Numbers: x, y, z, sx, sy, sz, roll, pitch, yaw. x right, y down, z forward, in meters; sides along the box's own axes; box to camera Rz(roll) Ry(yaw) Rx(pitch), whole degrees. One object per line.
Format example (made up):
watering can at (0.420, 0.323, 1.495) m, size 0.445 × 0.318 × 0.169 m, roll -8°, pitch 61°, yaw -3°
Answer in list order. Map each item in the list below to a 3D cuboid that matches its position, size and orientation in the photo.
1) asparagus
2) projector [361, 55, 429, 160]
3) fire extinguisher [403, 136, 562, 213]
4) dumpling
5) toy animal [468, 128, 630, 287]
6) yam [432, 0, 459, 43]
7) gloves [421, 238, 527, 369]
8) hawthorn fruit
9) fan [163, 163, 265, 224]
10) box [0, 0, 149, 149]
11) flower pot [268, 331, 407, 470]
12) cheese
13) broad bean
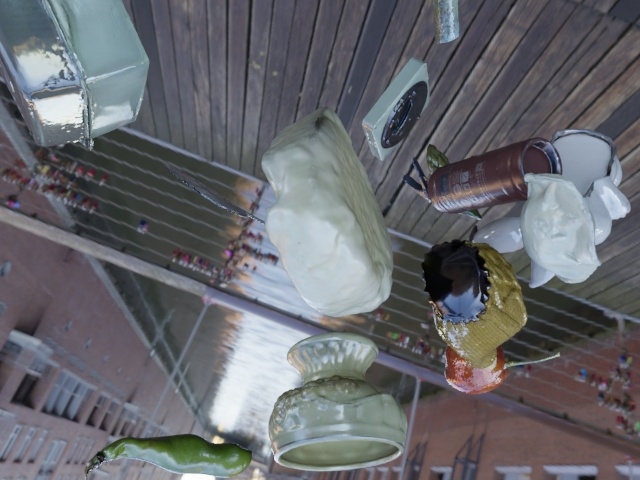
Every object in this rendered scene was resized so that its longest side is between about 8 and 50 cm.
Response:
asparagus at (0.381, -0.170, 1.623) m, size 0.080 × 0.287 × 0.080 m, roll -20°, pitch 161°, yaw -7°
projector at (0.244, -0.393, 1.686) m, size 0.079 × 0.259 × 0.257 m, roll 38°, pitch 178°, yaw 19°
fire extinguisher at (0.279, -0.123, 1.045) m, size 0.138 × 0.102 × 0.344 m, roll 58°, pitch 155°, yaw -12°
dumpling at (0.343, -0.010, 0.756) m, size 0.100 × 0.169 × 0.134 m, roll -5°, pitch -165°, yaw -12°
toy animal at (0.434, -0.068, 0.997) m, size 0.208 × 0.325 × 0.154 m, roll 39°, pitch 158°, yaw 42°
yam at (0.333, -0.613, 1.449) m, size 0.068 × 0.068 × 0.169 m, roll 8°, pitch 130°, yaw 26°
gloves at (0.270, 0.109, 0.944) m, size 0.155 × 0.203 × 0.356 m, roll -19°, pitch 156°, yaw 10°
hawthorn fruit at (0.460, 0.322, 1.406) m, size 0.285 × 0.165 × 0.165 m, roll -5°, pitch 146°, yaw 37°
fan at (-0.246, -0.106, 1.241) m, size 0.223 × 0.012 × 0.294 m, roll 32°, pitch -178°, yaw 11°
box at (-0.366, -0.262, 0.782) m, size 0.220 × 0.166 × 0.290 m, roll 64°, pitch 156°, yaw -3°
flower pot at (0.030, 0.351, 1.201) m, size 0.307 × 0.244 × 0.307 m, roll -3°, pitch 145°, yaw -2°
cheese at (0.012, -0.049, 0.830) m, size 0.115 × 0.326 × 0.318 m, roll -22°, pitch 162°, yaw 16°
broad bean at (-0.270, 0.405, 1.007) m, size 0.318 × 0.098 × 0.056 m, roll 6°, pitch 135°, yaw -33°
